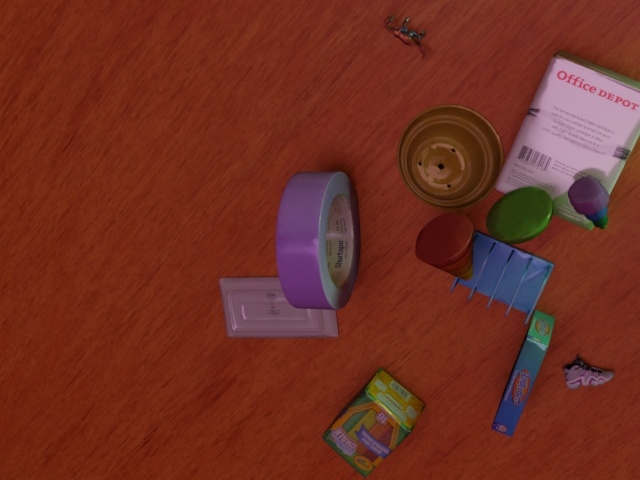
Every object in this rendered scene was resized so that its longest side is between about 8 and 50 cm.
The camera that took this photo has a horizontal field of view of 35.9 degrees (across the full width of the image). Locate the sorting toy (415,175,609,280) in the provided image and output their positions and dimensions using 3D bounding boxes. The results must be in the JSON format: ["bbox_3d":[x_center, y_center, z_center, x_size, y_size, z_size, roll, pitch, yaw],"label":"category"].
[{"bbox_3d":[0.365,-0.005,1.832,0.365,0.127,0.126,-19,130,22],"label":"sorting toy"}]

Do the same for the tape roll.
[{"bbox_3d":[0.000,0.000,1.968,0.090,0.275,0.275,1,106,18],"label":"tape roll"}]

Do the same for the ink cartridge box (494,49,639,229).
[{"bbox_3d":[0.472,-0.188,1.831,0.198,0.115,0.273,26,114,11],"label":"ink cartridge box"}]

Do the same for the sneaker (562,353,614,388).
[{"bbox_3d":[0.535,0.258,1.988,0.098,0.038,0.069,-17,101,23],"label":"sneaker"}]

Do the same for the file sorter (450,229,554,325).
[{"bbox_3d":[0.356,0.077,1.960,0.170,0.104,0.118,24,112,12],"label":"file sorter"}]

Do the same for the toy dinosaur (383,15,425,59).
[{"bbox_3d":[0.161,-0.400,1.901,0.082,0.090,0.047,9,130,-30],"label":"toy dinosaur"}]

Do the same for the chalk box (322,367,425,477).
[{"bbox_3d":[0.101,0.408,2.135,0.132,0.132,0.213,40,115,5],"label":"chalk box"}]

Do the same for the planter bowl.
[{"bbox_3d":[0.244,-0.153,1.937,0.217,0.090,0.217,6,107,18],"label":"planter bowl"}]

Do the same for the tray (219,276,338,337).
[{"bbox_3d":[-0.098,0.152,2.184,0.270,0.030,0.145,-2,105,20],"label":"tray"}]

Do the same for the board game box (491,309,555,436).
[{"bbox_3d":[0.405,0.263,1.969,0.047,0.160,0.210,20,112,12],"label":"board game box"}]
